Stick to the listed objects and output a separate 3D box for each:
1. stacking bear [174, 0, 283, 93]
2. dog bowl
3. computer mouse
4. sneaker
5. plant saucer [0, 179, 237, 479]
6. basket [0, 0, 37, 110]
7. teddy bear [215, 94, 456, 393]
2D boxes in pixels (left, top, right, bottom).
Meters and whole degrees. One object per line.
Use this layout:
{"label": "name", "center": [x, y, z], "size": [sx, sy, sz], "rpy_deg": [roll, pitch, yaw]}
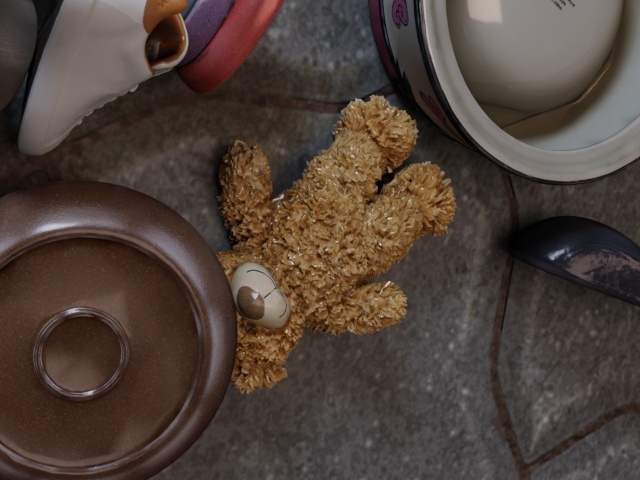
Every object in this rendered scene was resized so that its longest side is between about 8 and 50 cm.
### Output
{"label": "stacking bear", "center": [-0.187, -0.271, 1.544], "size": [0.289, 0.175, 0.164], "rpy_deg": [30, 74, -23]}
{"label": "dog bowl", "center": [0.227, -0.267, 1.804], "size": [0.408, 0.150, 0.408], "rpy_deg": [-5, 101, -31]}
{"label": "computer mouse", "center": [0.337, 0.027, 1.924], "size": [0.272, 0.188, 0.072], "rpy_deg": [20, 95, -22]}
{"label": "sneaker", "center": [-0.187, -0.147, 1.482], "size": [0.123, 0.290, 0.106], "rpy_deg": [12, 62, -17]}
{"label": "plant saucer", "center": [-0.224, 0.100, 1.587], "size": [0.311, 0.050, 0.310], "rpy_deg": [-3, 102, -15]}
{"label": "basket", "center": [-0.363, -0.191, 1.430], "size": [0.227, 0.204, 0.154], "rpy_deg": [20, 86, -42]}
{"label": "teddy bear", "center": [0.000, 0.000, 1.729], "size": [0.338, 0.113, 0.245], "rpy_deg": [-23, 108, -28]}
